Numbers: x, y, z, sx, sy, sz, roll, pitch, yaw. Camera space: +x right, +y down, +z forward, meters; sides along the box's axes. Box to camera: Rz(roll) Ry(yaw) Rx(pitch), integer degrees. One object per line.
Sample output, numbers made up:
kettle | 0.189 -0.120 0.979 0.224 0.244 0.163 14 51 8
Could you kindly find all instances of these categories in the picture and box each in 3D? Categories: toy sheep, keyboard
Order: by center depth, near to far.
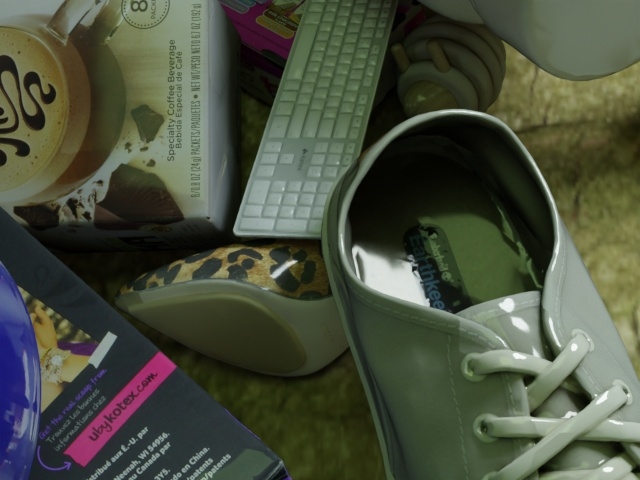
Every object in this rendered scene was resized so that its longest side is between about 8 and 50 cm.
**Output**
keyboard | 0.003 -0.101 0.830 0.072 0.014 0.256 5 52 12
toy sheep | 0.099 -0.133 0.891 0.091 0.091 0.132 21 54 22

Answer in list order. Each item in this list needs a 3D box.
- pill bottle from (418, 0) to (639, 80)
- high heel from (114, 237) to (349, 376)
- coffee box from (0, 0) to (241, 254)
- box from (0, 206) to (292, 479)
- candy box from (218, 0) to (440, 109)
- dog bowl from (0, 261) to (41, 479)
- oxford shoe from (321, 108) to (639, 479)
pill bottle | 0.095 -0.292 0.824 0.224 0.224 0.392 -31 53 -13
high heel | 0.000 0.000 0.824 0.261 0.093 0.186 2 44 13
coffee box | -0.212 -0.078 0.848 0.297 0.119 0.168 -3 80 8
box | -0.145 0.129 0.693 0.143 0.165 0.270 -42 58 -18
candy box | 0.027 -0.204 0.963 0.159 0.071 0.233 33 66 28
dog bowl | -0.278 0.088 0.593 0.265 0.104 0.264 -8 67 20
oxford shoe | 0.114 0.114 0.614 0.169 0.130 0.449 -16 64 -13
